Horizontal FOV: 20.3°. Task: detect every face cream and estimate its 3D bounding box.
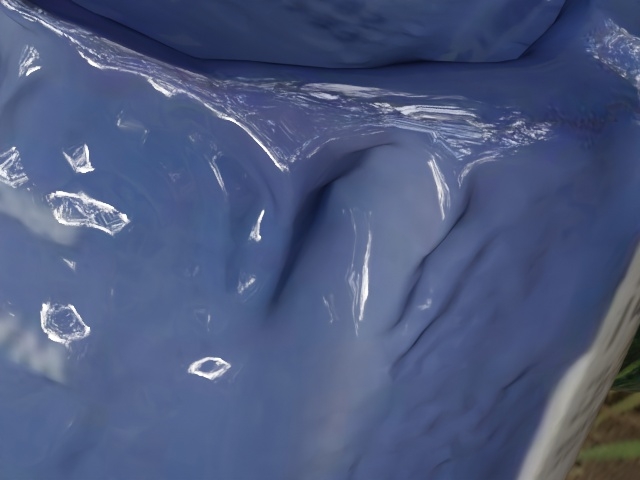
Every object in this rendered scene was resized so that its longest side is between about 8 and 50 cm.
[{"bbox_3d":[-0.032,-0.015,0.497,0.249,0.225,0.249,15,33,-10],"label":"face cream"}]

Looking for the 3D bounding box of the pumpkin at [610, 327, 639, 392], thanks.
[{"bbox_3d":[0.183,-0.014,1.052,0.152,0.211,0.212,4,66,49],"label":"pumpkin"}]
